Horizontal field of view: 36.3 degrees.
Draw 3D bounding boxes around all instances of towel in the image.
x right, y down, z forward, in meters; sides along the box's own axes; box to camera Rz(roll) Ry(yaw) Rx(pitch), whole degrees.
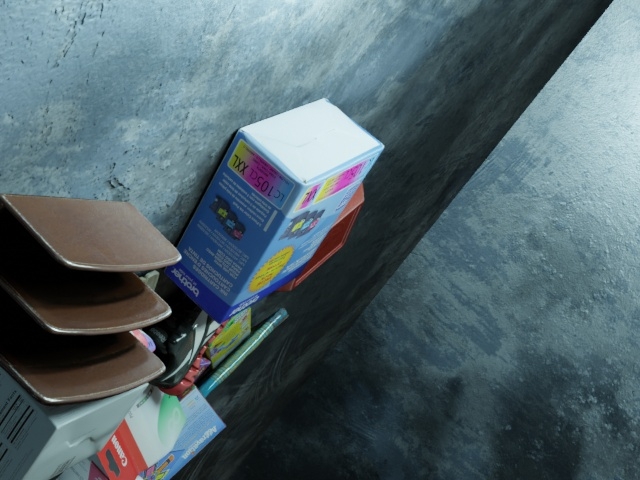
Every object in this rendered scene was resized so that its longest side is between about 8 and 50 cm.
[{"bbox_3d":[-0.237,0.313,2.299,0.370,0.040,0.271,-44,-177,-23],"label":"towel"}]

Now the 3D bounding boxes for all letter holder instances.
[{"bbox_3d":[-0.283,0.070,1.211,0.152,0.214,0.302,-51,167,12],"label":"letter holder"}]

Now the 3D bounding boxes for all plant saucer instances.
[{"bbox_3d":[0.000,0.000,2.296,0.258,0.048,0.259,-40,164,-31],"label":"plant saucer"}]

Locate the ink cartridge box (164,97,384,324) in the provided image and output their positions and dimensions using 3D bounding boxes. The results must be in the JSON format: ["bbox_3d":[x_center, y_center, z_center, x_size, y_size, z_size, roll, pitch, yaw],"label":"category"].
[{"bbox_3d":[-0.094,-0.031,1.686,0.270,0.151,0.395,-30,160,-53],"label":"ink cartridge box"}]

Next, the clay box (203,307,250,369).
[{"bbox_3d":[-0.216,0.203,2.171,0.127,0.053,0.222,-44,166,-19],"label":"clay box"}]

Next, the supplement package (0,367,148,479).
[{"bbox_3d":[-0.381,0.194,1.281,0.149,0.203,0.194,-53,166,22],"label":"supplement package"}]

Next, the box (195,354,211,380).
[{"bbox_3d":[-0.377,0.357,2.088,0.293,0.057,0.201,-49,168,7],"label":"box"}]

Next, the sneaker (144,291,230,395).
[{"bbox_3d":[-0.252,0.158,1.812,0.135,0.098,0.276,25,94,-56],"label":"sneaker"}]

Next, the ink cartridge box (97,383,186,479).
[{"bbox_3d":[-0.341,0.359,1.862,0.224,0.056,0.181,-70,151,-50],"label":"ink cartridge box"}]

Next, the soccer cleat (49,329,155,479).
[{"bbox_3d":[-0.382,0.277,1.592,0.318,0.109,0.116,-56,155,3],"label":"soccer cleat"}]

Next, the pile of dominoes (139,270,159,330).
[{"bbox_3d":[-0.377,0.163,1.620,0.196,0.040,0.251,-26,147,-48],"label":"pile of dominoes"}]

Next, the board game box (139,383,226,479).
[{"bbox_3d":[-0.342,0.446,2.082,0.281,0.027,0.145,-42,126,-17],"label":"board game box"}]

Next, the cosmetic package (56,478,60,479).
[{"bbox_3d":[-0.591,0.548,1.787,0.224,0.138,0.225,-50,168,9],"label":"cosmetic package"}]

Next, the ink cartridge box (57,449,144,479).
[{"bbox_3d":[-0.488,0.513,1.932,0.237,0.172,0.100,-52,165,15],"label":"ink cartridge box"}]
